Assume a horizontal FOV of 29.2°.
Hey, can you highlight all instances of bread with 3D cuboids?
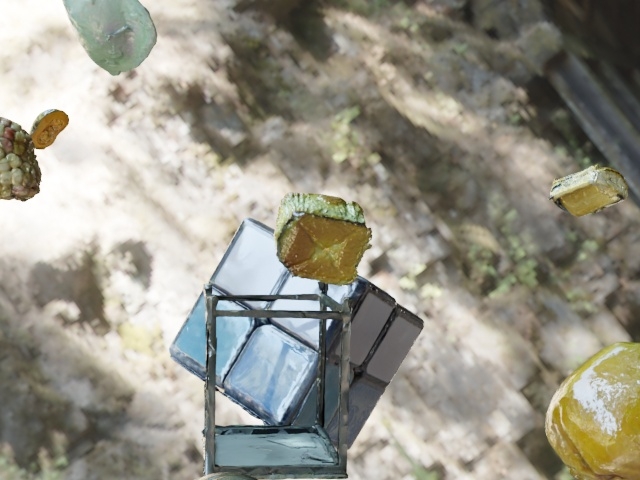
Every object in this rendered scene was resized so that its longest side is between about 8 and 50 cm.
[{"bbox_3d":[0.371,-0.070,1.700,0.106,0.072,0.053,-22,41,58],"label":"bread"},{"bbox_3d":[0.000,0.000,1.778,0.069,0.140,0.128,-95,17,-58],"label":"bread"}]

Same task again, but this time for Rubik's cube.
[{"bbox_3d":[-0.040,0.184,2.358,0.318,0.316,0.313,-58,-31,-1],"label":"Rubik's cube"}]

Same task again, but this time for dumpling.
[{"bbox_3d":[-0.310,-0.322,1.791,0.105,0.149,0.217,-23,-48,-12],"label":"dumpling"}]

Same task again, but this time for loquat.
[{"bbox_3d":[0.543,0.311,2.183,0.284,0.276,0.276,-62,-7,-14],"label":"loquat"}]

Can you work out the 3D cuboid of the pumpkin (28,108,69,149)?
[{"bbox_3d":[-0.427,-0.178,1.905,0.083,0.028,0.050,-50,-34,19],"label":"pumpkin"}]

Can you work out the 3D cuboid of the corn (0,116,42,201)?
[{"bbox_3d":[-0.397,-0.098,1.130,0.098,0.289,0.098,-167,90,-83],"label":"corn"}]

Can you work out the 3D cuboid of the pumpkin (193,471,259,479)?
[{"bbox_3d":[-0.101,0.302,1.078,0.202,0.140,0.202,-50,23,31],"label":"pumpkin"}]

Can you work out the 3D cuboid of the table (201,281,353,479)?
[{"bbox_3d":[-0.079,0.211,1.964,0.222,0.272,0.335,0,2,-7],"label":"table"}]
